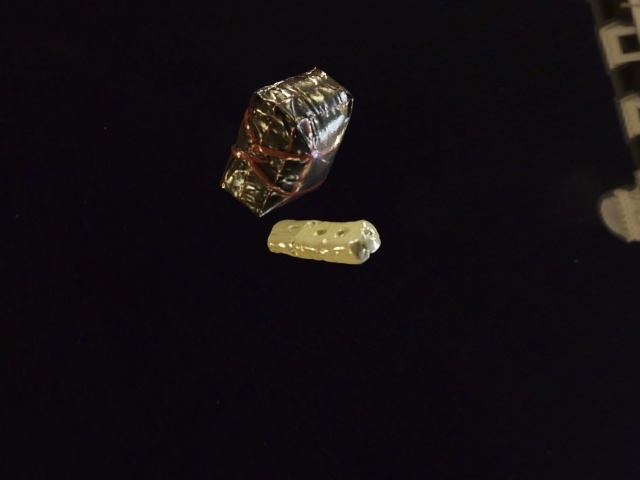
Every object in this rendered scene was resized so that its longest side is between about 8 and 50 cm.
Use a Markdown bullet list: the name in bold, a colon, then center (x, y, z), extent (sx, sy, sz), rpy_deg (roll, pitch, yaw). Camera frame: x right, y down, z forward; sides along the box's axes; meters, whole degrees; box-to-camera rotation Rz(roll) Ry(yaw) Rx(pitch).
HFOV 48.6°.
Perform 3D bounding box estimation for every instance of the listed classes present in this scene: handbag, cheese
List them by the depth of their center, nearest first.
- **cheese**: center (0.000, 0.000, 1.013), extent (0.065, 0.193, 0.043), rpy_deg (-54, -53, -29)
- **handbag**: center (-0.059, -0.158, 1.151), extent (0.155, 0.169, 0.215), rpy_deg (37, -51, 13)
